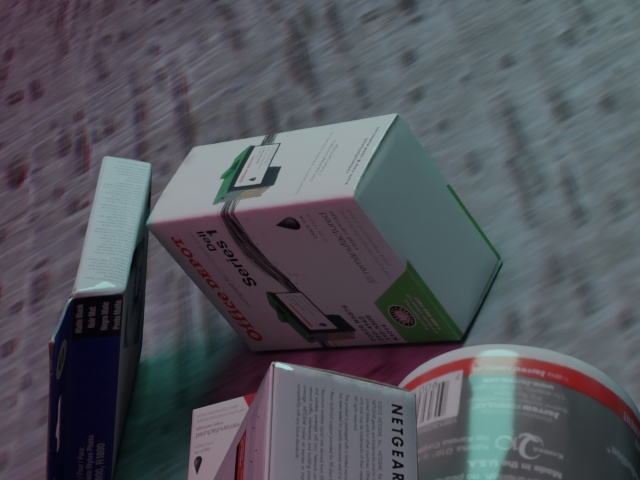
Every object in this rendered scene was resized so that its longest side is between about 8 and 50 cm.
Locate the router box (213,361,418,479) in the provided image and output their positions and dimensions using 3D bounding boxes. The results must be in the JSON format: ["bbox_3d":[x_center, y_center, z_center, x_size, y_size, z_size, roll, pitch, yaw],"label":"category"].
[{"bbox_3d":[-0.037,0.283,0.943,0.301,0.082,0.335,116,162,-44],"label":"router box"}]

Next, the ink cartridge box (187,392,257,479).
[{"bbox_3d":[-0.040,0.177,1.281,0.099,0.056,0.135,-18,54,30],"label":"ink cartridge box"}]

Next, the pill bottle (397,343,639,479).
[{"bbox_3d":[0.098,0.209,1.029,0.161,0.161,0.283,-20,37,27],"label":"pill bottle"}]

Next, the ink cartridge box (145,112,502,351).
[{"bbox_3d":[0.000,0.000,1.417,0.219,0.160,0.092,-7,42,42],"label":"ink cartridge box"}]

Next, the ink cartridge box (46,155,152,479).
[{"bbox_3d":[-0.170,0.087,1.442,0.045,0.223,0.224,8,40,0],"label":"ink cartridge box"}]
